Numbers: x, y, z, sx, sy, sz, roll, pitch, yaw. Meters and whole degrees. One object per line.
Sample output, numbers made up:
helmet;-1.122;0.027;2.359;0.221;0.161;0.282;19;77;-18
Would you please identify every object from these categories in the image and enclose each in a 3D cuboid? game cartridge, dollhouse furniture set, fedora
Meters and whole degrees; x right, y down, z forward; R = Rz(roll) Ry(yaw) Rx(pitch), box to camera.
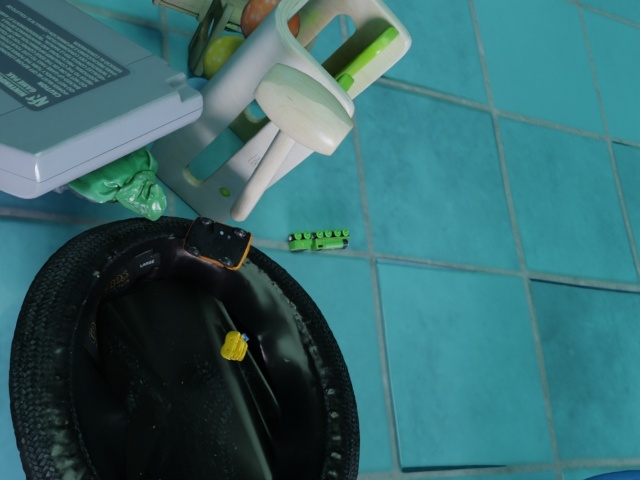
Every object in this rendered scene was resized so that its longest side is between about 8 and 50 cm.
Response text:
game cartridge;-0.273;-0.145;0.737;0.297;0.062;0.198;34;50;26
dollhouse furniture set;-0.120;-0.259;0.976;0.181;0.101;0.161;14;38;-28
fedora;-0.125;0.150;0.728;0.333;0.152;0.334;18;52;-25

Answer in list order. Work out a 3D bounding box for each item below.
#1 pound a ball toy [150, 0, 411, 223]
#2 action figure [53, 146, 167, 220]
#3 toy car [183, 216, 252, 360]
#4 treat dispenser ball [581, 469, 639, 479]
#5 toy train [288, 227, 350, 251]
pound a ball toy;-0.064;-0.123;0.786;0.136;0.319;0.208;45;53;-10
action figure;-0.222;-0.083;0.758;0.232;0.064;0.137;32;49;25
toy car;-0.085;0.042;0.711;0.040;0.060;0.122;53;39;-66
treat dispenser ball;0.325;0.377;0.852;0.288;0.288;0.288;14;63;-29
toy train;0.000;0.000;0.970;0.083;0.017;0.024;-4;82;-35
